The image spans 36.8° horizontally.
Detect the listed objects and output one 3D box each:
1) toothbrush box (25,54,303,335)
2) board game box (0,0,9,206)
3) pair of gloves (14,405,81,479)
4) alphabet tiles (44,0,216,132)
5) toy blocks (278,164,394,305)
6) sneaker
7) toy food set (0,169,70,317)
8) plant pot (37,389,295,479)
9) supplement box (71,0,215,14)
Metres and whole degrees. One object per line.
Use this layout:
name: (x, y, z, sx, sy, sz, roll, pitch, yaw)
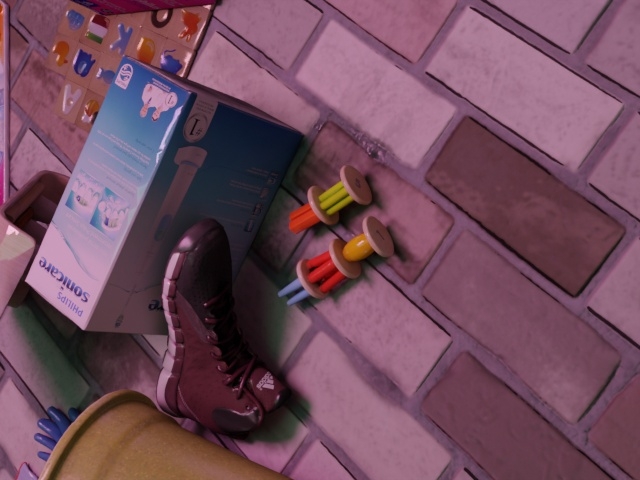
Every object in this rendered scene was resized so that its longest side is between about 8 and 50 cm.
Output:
toothbrush box: (-0.182, -0.041, 1.153, 0.126, 0.216, 0.295, 31, 101, 33)
board game box: (-0.663, -0.172, 1.597, 0.390, 0.050, 0.390, -11, 77, 32)
pair of gloves: (-0.365, 0.337, 1.335, 0.159, 0.023, 0.198, 37, 103, 33)
alphabet tiles: (-0.272, -0.313, 1.379, 0.285, 0.011, 0.342, 28, 98, 33)
toy blocks: (0.000, 0.000, 1.120, 0.148, 0.054, 0.123, -33, 67, 26)
sneaker: (-0.097, 0.117, 1.118, 0.162, 0.106, 0.281, 26, 127, 23)
toy food set: (-0.400, 0.045, 1.271, 0.092, 0.306, 0.220, 27, 102, -10)
plant pot: (-0.142, 0.328, 1.056, 0.254, 0.276, 0.276, 11, 89, 21)
supplement box: (-0.252, -0.381, 1.301, 0.220, 0.111, 0.114, 3, 84, 34)
